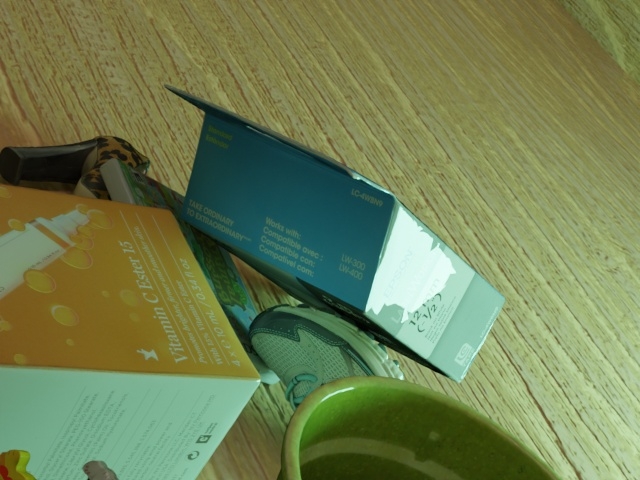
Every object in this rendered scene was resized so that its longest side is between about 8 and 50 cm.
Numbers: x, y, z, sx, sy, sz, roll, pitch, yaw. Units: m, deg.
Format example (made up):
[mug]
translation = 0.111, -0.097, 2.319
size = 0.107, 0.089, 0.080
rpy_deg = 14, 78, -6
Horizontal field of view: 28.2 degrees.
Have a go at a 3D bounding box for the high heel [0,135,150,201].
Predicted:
[high heel]
translation = -0.190, -0.026, 1.321
size = 0.186, 0.093, 0.261
rpy_deg = -7, 42, -49

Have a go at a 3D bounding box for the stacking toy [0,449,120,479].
[stacking toy]
translation = -0.115, 0.217, 0.745
size = 0.221, 0.052, 0.167
rpy_deg = 51, -2, 14

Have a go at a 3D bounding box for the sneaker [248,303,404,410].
[sneaker]
translation = 0.033, 0.177, 1.205
size = 0.283, 0.110, 0.122
rpy_deg = 41, 55, 3

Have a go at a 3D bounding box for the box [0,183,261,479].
[box]
translation = -0.258, 0.081, 0.993
size = 0.345, 0.168, 0.215
rpy_deg = 8, 37, -40

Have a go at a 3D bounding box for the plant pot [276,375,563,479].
[plant pot]
translation = 0.035, 0.281, 0.895
size = 0.276, 0.254, 0.276
rpy_deg = 27, 28, -15

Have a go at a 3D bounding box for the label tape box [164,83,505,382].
[label tape box]
translation = 0.000, 0.000, 1.247
size = 0.249, 0.115, 0.348
rpy_deg = 26, -5, 35

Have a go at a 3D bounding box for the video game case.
[video game case]
translation = -0.123, 0.034, 1.252
size = 0.212, 0.023, 0.193
rpy_deg = 63, 14, 25
